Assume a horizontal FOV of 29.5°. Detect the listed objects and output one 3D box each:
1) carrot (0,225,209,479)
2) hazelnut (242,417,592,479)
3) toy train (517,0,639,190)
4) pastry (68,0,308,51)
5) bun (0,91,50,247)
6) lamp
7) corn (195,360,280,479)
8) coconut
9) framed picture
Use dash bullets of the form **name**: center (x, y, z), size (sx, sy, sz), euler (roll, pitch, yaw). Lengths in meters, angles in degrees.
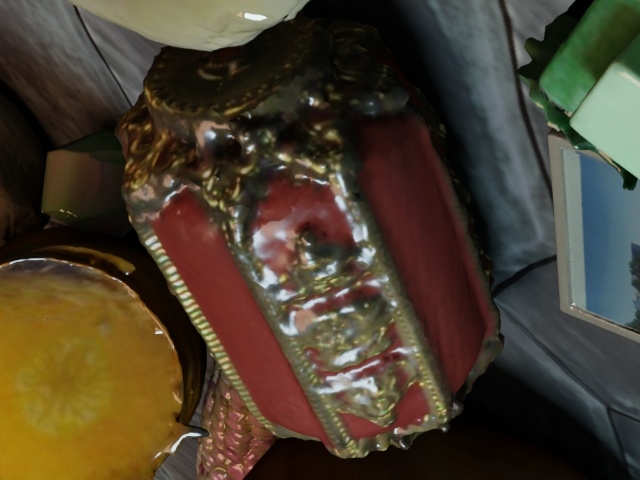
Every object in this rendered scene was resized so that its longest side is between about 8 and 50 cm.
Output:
- **carrot**: center (-0.199, 0.101, 0.952), size (0.224, 0.224, 0.340), euler (43, 178, -6)
- **hazelnut**: center (0.075, 0.298, 0.874), size (0.359, 0.359, 0.409), euler (25, 153, 27)
- **toy train**: center (0.202, -0.052, 0.316), size (0.271, 0.188, 0.159), euler (39, 152, 5)
- **pastry**: center (-0.082, -0.201, 0.517), size (0.264, 0.133, 0.265), euler (27, 152, 16)
- **bun**: center (-0.309, -0.058, 1.030), size (0.173, 0.113, 0.166), euler (51, 151, -16)
- **lamp**: center (0.000, 0.000, 0.682), size (0.177, 0.177, 0.274), euler (16, 146, 39)
- **corn**: center (-0.054, 0.173, 1.058), size (0.126, 0.127, 0.335), euler (31, 150, 16)
- **coconut**: center (-0.165, -0.044, 0.914), size (0.083, 0.081, 0.082), euler (6, 170, 24)
- **framed picture**: center (0.173, 0.009, 0.639), size (0.109, 0.011, 0.149), euler (23, 149, 30)
